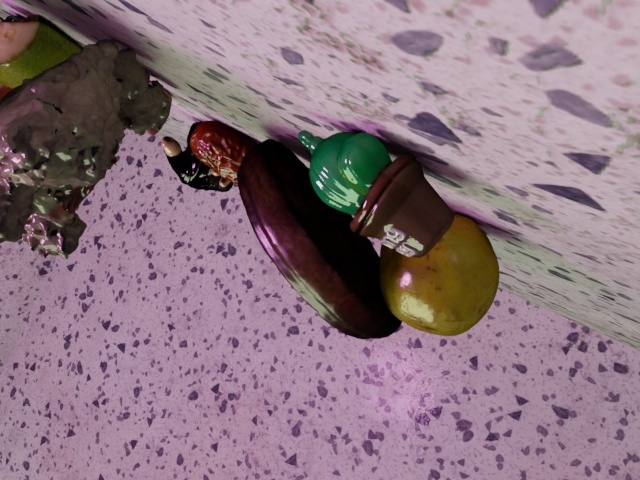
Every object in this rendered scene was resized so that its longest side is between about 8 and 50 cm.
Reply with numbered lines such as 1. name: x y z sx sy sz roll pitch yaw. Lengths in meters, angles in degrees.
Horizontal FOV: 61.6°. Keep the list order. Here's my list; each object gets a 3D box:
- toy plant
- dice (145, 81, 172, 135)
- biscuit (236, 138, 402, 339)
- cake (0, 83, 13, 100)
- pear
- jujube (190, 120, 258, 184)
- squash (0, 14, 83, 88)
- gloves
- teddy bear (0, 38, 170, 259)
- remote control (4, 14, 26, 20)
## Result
1. toy plant: 0.052 -0.064 0.596 0.200 0.105 0.143 37 173 4
2. dice: -0.351 -0.263 1.045 0.091 0.094 0.093 26 179 -2
3. biscuit: 0.000 0.000 0.951 0.407 0.091 0.407 48 -166 -16
4. cake: -0.809 -0.332 1.283 0.270 0.319 0.270 20 -158 28
5. pear: 0.186 0.055 0.850 0.200 0.199 0.200 26 -179 0
6. jujube: -0.195 -0.189 1.161 0.176 0.109 0.112 34 141 -22
7. squash: -0.518 -0.313 0.976 0.170 0.093 0.252 0 179 1
8. gloves: -0.296 -0.211 1.356 0.197 0.152 0.301 4 179 -13
9. teddy bear: -0.357 -0.128 0.751 0.224 0.357 0.368 38 174 -29
10. remote control: -0.577 -0.399 1.046 0.072 0.042 0.222 23 -179 -32
